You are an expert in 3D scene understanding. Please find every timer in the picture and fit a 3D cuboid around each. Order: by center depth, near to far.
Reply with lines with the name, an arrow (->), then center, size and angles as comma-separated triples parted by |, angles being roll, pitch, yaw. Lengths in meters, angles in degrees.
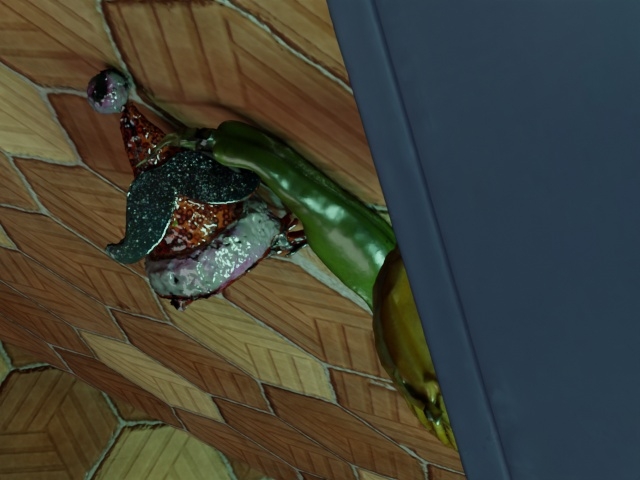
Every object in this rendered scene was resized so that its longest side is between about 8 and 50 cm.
timer -> 0.185, -0.030, 0.443 | 0.395, 0.173, 0.395 | 34, 133, 46

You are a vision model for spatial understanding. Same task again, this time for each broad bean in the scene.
broad bean -> 0.006, -0.005, 1.107 | 0.318, 0.056, 0.098 | 35, 139, -14

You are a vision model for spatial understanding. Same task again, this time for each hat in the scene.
hat -> -0.120, -0.053, 1.146 | 0.140, 0.129, 0.227 | -23, 117, 15

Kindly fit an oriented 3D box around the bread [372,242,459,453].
bread -> 0.134, 0.050, 0.858 | 0.199, 0.199, 0.104 | 22, 163, 22
